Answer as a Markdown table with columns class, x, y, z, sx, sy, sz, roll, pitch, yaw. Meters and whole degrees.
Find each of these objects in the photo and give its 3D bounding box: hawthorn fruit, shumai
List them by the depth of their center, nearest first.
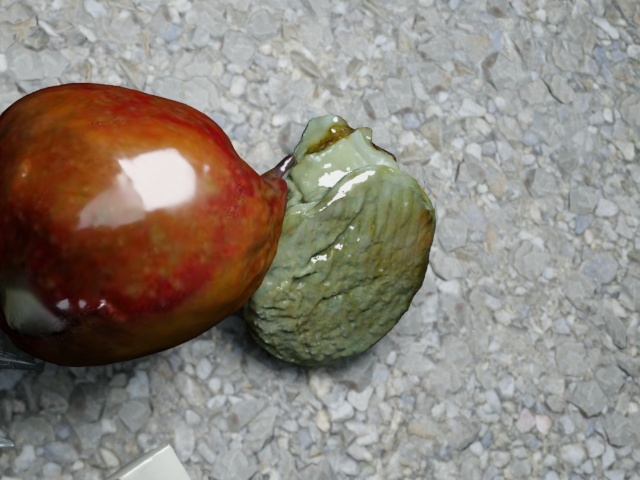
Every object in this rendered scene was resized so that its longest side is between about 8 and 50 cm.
| class | x | y | z | sx | sy | sz | roll | pitch | yaw |
| --- | --- | --- | --- | --- | --- | --- | --- | --- | --- |
| hawthorn fruit | -0.212 | -0.011 | 1.642 | 0.324 | 0.308 | 0.308 | 20 | 69 | -21 |
| shumai | 0.000 | 0.000 | 1.831 | 0.272 | 0.203 | 0.222 | -44 | 126 | -2 |

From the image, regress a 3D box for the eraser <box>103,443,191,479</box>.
| class | x | y | z | sx | sy | sz | roll | pitch | yaw |
| --- | --- | --- | --- | --- | --- | --- | --- | --- | --- |
| eraser | -0.135 | 0.359 | 1.666 | 0.081 | 0.124 | 0.279 | -32 | 90 | -27 |

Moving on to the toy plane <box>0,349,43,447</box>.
| class | x | y | z | sx | sy | sz | roll | pitch | yaw |
| --- | --- | --- | --- | --- | --- | --- | --- | --- | --- |
| toy plane | -0.402 | 0.137 | 1.646 | 0.226 | 0.058 | 0.226 | -20 | 85 | -42 |
